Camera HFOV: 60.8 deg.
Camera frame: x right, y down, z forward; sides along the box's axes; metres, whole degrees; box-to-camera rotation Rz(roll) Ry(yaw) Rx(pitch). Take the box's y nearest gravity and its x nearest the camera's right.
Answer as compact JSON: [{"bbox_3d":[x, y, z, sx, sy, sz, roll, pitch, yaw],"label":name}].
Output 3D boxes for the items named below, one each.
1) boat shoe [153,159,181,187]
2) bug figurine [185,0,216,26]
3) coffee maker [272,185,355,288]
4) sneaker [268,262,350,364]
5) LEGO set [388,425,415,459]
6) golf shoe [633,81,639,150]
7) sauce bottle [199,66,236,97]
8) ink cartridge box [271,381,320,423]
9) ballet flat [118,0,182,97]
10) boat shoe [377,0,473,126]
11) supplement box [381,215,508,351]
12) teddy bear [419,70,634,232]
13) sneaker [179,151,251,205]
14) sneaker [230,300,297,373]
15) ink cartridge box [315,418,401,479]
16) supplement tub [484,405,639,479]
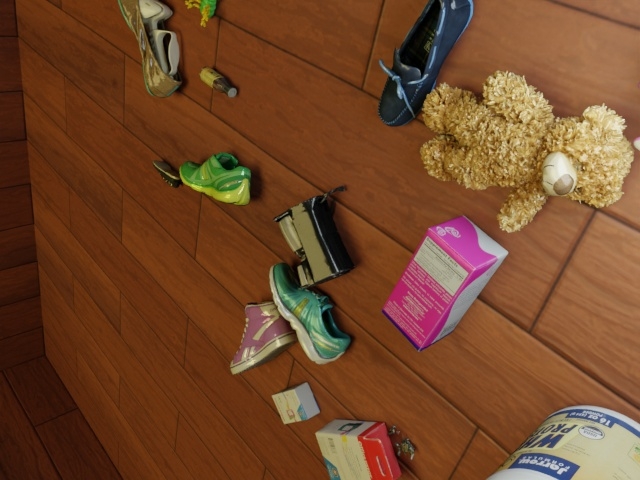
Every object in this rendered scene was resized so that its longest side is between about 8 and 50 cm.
[{"bbox_3d":[-0.484,-0.210,1.705,0.133,0.049,0.042,37,121,28],"label":"boat shoe"},{"bbox_3d":[-0.286,-0.662,1.305,0.279,0.072,0.216,55,143,11],"label":"bug figurine"},{"bbox_3d":[0.000,0.000,1.198,0.171,0.120,0.178,-30,82,48],"label":"coffee maker"},{"bbox_3d":[-0.024,0.162,1.323,0.110,0.107,0.275,-41,77,27],"label":"sneaker"},{"bbox_3d":[0.189,0.459,1.239,0.054,0.023,0.083,-53,51,41],"label":"LEGO set"},{"bbox_3d":[0.447,-0.229,0.633,0.140,0.115,0.306,18,115,47],"label":"golf shoe"},{"bbox_3d":[-0.261,-0.405,1.397,0.128,0.042,0.042,39,130,29],"label":"sauce bottle"},{"bbox_3d":[-0.069,0.446,1.489,0.122,0.052,0.088,-33,79,50],"label":"ink cartridge box"},{"bbox_3d":[-0.458,-0.574,1.512,0.124,0.116,0.342,-10,97,29],"label":"ballet flat"},{"bbox_3d":[0.154,-0.312,0.937,0.109,0.089,0.258,45,133,27],"label":"boat shoe"},{"bbox_3d":[0.220,0.079,0.992,0.114,0.111,0.220,47,133,27],"label":"supplement box"},{"bbox_3d":[0.286,-0.137,0.843,0.338,0.113,0.245,40,133,31],"label":"teddy bear"},{"bbox_3d":[-0.272,-0.176,1.465,0.296,0.109,0.123,23,97,43],"label":"sneaker"},{"bbox_3d":[-0.179,0.260,1.516,0.282,0.102,0.161,-40,70,36],"label":"sneaker"},{"bbox_3d":[0.103,0.511,1.304,0.231,0.078,0.134,-17,92,49],"label":"ink cartridge box"},{"bbox_3d":[0.364,0.407,0.797,0.228,0.316,0.228,19,117,42],"label":"supplement tub"}]
